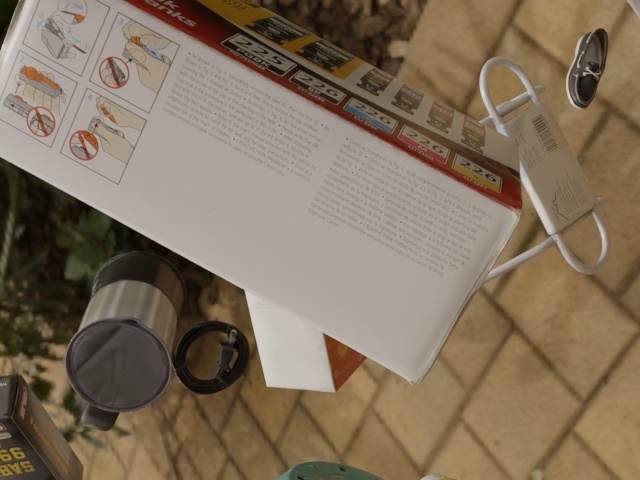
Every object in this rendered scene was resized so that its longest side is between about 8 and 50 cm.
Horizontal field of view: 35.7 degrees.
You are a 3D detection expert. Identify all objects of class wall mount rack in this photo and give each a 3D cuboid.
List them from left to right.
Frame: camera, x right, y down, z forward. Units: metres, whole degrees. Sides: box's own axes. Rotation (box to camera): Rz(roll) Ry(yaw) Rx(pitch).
[{"bbox_3d":[0.267,-0.077,1.462,0.130,0.304,0.350,-23,96,54],"label":"wall mount rack"}]

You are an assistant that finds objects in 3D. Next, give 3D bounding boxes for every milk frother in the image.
[{"bbox_3d":[-0.131,0.094,0.839,0.135,0.143,0.129,-96,10,-67],"label":"milk frother"}]

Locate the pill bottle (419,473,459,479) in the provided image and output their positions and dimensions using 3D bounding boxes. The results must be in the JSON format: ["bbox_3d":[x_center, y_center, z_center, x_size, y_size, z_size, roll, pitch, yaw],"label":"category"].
[{"bbox_3d":[0.240,0.497,1.793,0.208,0.119,0.119,-166,69,-78],"label":"pill bottle"}]

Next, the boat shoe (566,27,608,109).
[{"bbox_3d":[0.382,-0.244,1.410,0.038,0.046,0.125,-36,31,64],"label":"boat shoe"}]

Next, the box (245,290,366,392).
[{"bbox_3d":[-0.023,0.100,2.002,0.168,0.215,0.345,1,113,30],"label":"box"}]

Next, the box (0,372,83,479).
[{"bbox_3d":[-0.391,0.229,1.044,0.183,0.231,0.056,76,-172,-45],"label":"box"}]

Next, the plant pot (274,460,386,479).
[{"bbox_3d":[0.011,0.423,1.249,0.293,0.293,0.235,29,104,45],"label":"plant pot"}]

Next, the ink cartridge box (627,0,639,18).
[{"bbox_3d":[0.459,-0.341,1.200,0.171,0.232,0.168,-25,55,28],"label":"ink cartridge box"}]

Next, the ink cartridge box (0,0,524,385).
[{"bbox_3d":[-0.027,-0.075,0.691,0.309,0.272,0.130,28,109,0],"label":"ink cartridge box"}]
